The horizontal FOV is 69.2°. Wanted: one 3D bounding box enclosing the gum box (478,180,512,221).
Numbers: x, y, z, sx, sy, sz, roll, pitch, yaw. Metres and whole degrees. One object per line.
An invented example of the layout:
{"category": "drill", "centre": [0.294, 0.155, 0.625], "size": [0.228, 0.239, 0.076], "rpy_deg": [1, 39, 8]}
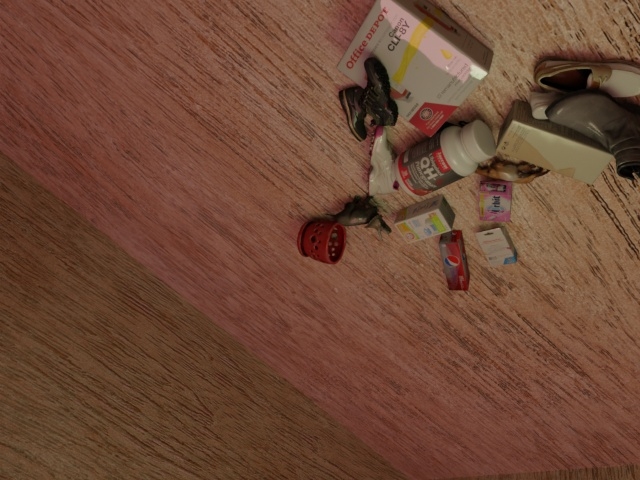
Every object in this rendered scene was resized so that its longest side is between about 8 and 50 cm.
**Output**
{"category": "gum box", "centre": [0.626, -0.141, 1.660], "size": [0.107, 0.062, 0.188], "rpy_deg": [5, 154, 23]}

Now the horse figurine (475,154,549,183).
{"category": "horse figurine", "centre": [0.653, -0.240, 1.570], "size": [0.263, 0.066, 0.174], "rpy_deg": [6, 168, 8]}

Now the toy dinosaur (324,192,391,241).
{"category": "toy dinosaur", "centre": [0.146, -0.110, 1.908], "size": [0.313, 0.160, 0.121], "rpy_deg": [9, 133, 19]}

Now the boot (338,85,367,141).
{"category": "boot", "centre": [0.161, -0.457, 1.649], "size": [0.137, 0.077, 0.198], "rpy_deg": [-11, 125, 28]}

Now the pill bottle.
{"category": "pill bottle", "centre": [0.421, -0.279, 1.577], "size": [0.176, 0.176, 0.318], "rpy_deg": [46, 141, -17]}

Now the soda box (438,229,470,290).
{"category": "soda box", "centre": [0.559, 0.087, 1.927], "size": [0.083, 0.092, 0.263], "rpy_deg": [-3, 128, 28]}

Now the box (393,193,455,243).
{"category": "box", "centre": [0.412, -0.082, 1.839], "size": [0.203, 0.103, 0.114], "rpy_deg": [-19, 118, 38]}

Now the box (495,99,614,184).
{"category": "box", "centre": [0.725, -0.307, 1.444], "size": [0.311, 0.148, 0.121], "rpy_deg": [23, 137, 8]}

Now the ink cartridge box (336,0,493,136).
{"category": "ink cartridge box", "centre": [0.283, -0.553, 1.429], "size": [0.384, 0.160, 0.279], "rpy_deg": [34, 137, -6]}

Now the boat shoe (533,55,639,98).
{"category": "boat shoe", "centre": [0.766, -0.450, 1.320], "size": [0.302, 0.103, 0.113], "rpy_deg": [11, 134, 18]}

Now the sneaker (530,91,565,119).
{"category": "sneaker", "centre": [0.736, -0.415, 1.392], "size": [0.212, 0.094, 0.080], "rpy_deg": [3, 153, -7]}

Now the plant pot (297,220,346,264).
{"category": "plant pot", "centre": [0.000, 0.000, 2.065], "size": [0.174, 0.191, 0.191], "rpy_deg": [11, 134, 26]}

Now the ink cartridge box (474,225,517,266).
{"category": "ink cartridge box", "centre": [0.687, 0.012, 1.815], "size": [0.104, 0.061, 0.181], "rpy_deg": [-15, 122, 35]}

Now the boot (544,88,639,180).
{"category": "boot", "centre": [0.800, -0.286, 1.281], "size": [0.338, 0.223, 0.118], "rpy_deg": [4, 154, -13]}

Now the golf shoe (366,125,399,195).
{"category": "golf shoe", "centre": [0.245, -0.296, 1.738], "size": [0.140, 0.115, 0.306], "rpy_deg": [6, 139, 8]}

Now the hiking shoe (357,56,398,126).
{"category": "hiking shoe", "centre": [0.158, -0.442, 1.420], "size": [0.114, 0.086, 0.227], "rpy_deg": [-3, 132, 29]}

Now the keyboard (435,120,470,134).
{"category": "keyboard", "centre": [0.493, -0.362, 1.599], "size": [0.180, 0.023, 0.108], "rpy_deg": [20, 136, 8]}
